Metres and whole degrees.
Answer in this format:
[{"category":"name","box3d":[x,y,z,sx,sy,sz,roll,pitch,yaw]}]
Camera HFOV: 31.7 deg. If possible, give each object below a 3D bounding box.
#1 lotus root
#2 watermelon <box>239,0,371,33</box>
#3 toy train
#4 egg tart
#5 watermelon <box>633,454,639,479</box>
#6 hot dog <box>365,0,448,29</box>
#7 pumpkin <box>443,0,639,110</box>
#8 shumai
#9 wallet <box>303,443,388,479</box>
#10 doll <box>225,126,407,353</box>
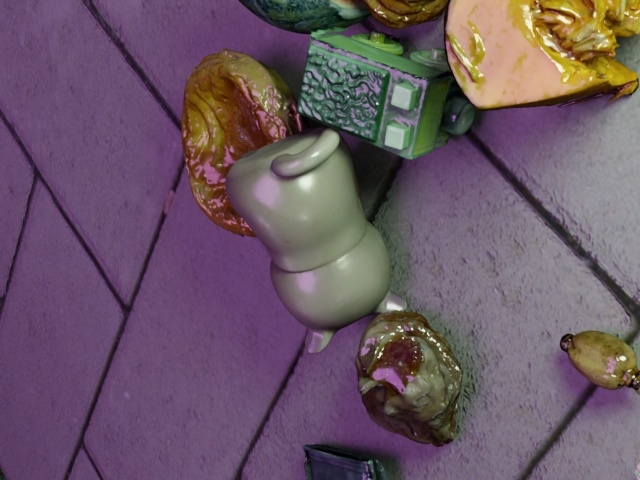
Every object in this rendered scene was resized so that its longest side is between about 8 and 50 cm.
[{"category":"lotus root","box3d":[0.399,0.168,1.572,0.152,0.063,0.072,37,98,48]},{"category":"watermelon","box3d":[-0.034,-0.418,1.782,0.224,0.305,0.180,12,104,48]},{"category":"toy train","box3d":[0.099,-0.229,1.732,0.271,0.188,0.159,25,117,27]},{"category":"egg tart","box3d":[-0.127,-0.181,2.069,0.352,0.150,0.352,20,117,43]},{"category":"watermelon","box3d":[0.499,0.386,1.493,0.154,0.094,0.241,-40,64,39]},{"category":"hot dog","box3d":[0.101,-0.454,1.720,0.259,0.175,0.114,64,156,20]},{"category":"pumpkin","box3d":[0.302,-0.304,1.442,0.256,0.225,0.303,21,110,25]},{"category":"shumai","box3d":[0.119,0.237,1.808,0.184,0.185,0.218,11,107,34]},{"category":"wallet","box3d":[0.067,0.544,2.049,0.237,0.075,0.342,-5,96,57]},{"category":"doll","box3d":[-0.014,-0.024,1.870,0.226,0.215,0.370,52,166,58]}]
